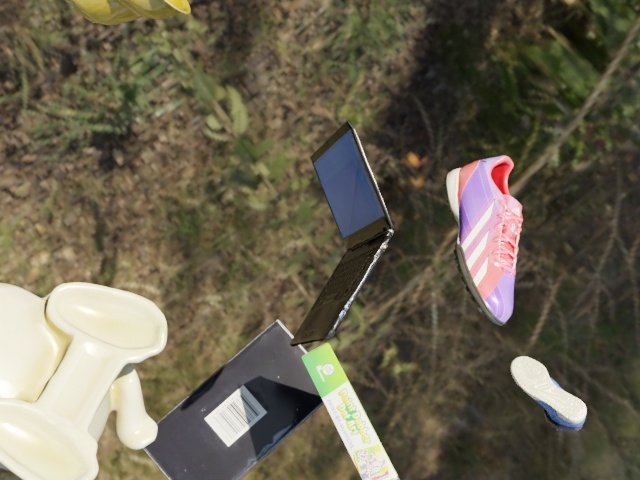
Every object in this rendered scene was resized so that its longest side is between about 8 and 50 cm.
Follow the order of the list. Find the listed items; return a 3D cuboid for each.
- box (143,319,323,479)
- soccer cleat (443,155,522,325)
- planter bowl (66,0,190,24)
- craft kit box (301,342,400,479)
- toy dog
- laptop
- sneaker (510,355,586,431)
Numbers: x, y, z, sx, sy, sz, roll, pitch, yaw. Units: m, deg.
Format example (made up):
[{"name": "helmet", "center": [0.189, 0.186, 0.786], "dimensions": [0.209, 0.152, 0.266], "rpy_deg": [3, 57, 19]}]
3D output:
[{"name": "box", "center": [-0.158, 0.349, 2.045], "dimensions": [0.343, 0.179, 0.312], "rpy_deg": [-40, 173, -12]}, {"name": "soccer cleat", "center": [0.288, -0.009, 1.751], "dimensions": [0.116, 0.318, 0.109], "rpy_deg": [-26, 137, 25]}, {"name": "planter bowl", "center": [-0.253, -0.310, 1.186], "dimensions": [0.090, 0.217, 0.217], "rpy_deg": [-40, 158, 10]}, {"name": "craft kit box", "center": [0.067, 0.321, 1.692], "dimensions": [0.061, 0.249, 0.246], "rpy_deg": [-26, 147, -4]}, {"name": "toy dog", "center": [-0.432, 0.248, 1.491], "dimensions": [0.408, 0.396, 0.284], "rpy_deg": [117, -10, -58]}, {"name": "laptop", "center": [0.000, 0.000, 1.472], "dimensions": [0.264, 0.137, 0.234], "rpy_deg": [-58, -174, -14]}, {"name": "sneaker", "center": [0.381, 0.263, 1.771], "dimensions": [0.058, 0.152, 0.084], "rpy_deg": [-44, 152, -17]}]
